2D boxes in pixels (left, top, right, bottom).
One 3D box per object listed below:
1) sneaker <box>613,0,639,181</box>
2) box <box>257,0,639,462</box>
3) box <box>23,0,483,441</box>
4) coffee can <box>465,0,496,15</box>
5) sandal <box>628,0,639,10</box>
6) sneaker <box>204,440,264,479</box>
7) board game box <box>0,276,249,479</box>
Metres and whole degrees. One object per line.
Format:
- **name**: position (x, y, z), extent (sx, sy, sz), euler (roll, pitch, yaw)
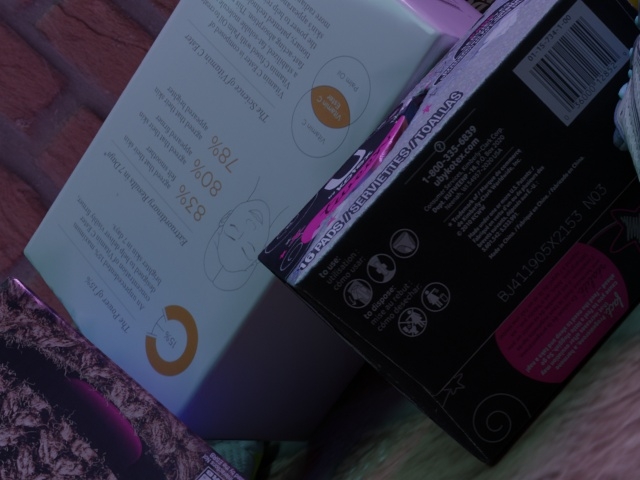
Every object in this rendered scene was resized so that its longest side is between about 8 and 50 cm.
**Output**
- **sneaker**: position (0.195, -0.102, 0.824), extent (0.122, 0.110, 0.283), euler (131, 147, -60)
- **box**: position (0.107, -0.022, 0.940), extent (0.247, 0.163, 0.142), euler (-48, 12, -4)
- **box**: position (-0.027, -0.050, 1.150), extent (0.168, 0.215, 0.345), euler (11, -61, -52)
- **coffee can**: position (0.221, -0.377, 1.689), extent (0.275, 0.201, 0.201), euler (-35, 16, 50)
- **sandal**: position (0.297, -0.201, 0.981), extent (0.138, 0.126, 0.317), euler (-45, 11, -11)
- **sneaker**: position (-0.101, 0.183, 1.308), extent (0.240, 0.091, 0.126), euler (-91, 14, -61)
- **board game box**: position (-0.224, 0.214, 1.034), extent (0.291, 0.232, 0.141), euler (-45, -16, -25)
